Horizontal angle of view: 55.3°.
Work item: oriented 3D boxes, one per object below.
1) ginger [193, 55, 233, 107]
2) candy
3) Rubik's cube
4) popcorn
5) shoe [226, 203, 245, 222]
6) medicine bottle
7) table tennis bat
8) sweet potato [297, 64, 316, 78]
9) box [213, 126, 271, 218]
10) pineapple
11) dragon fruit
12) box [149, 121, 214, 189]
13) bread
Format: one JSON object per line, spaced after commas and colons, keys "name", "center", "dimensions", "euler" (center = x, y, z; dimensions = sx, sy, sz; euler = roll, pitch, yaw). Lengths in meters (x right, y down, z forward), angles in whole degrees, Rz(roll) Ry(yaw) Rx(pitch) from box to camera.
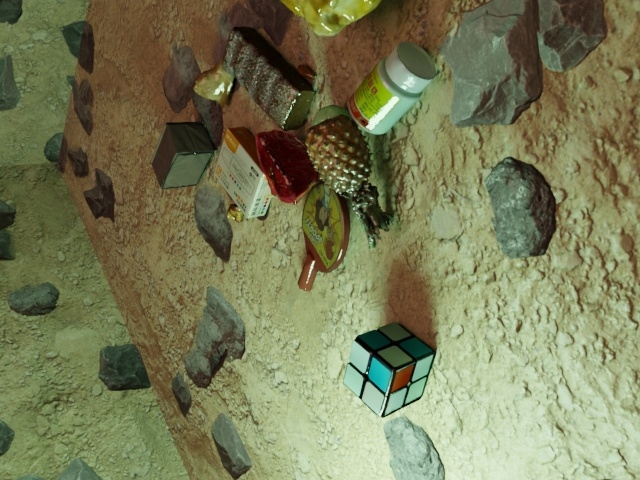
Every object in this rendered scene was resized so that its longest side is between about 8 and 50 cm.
{"name": "ginger", "center": [-0.394, -0.609, 2.264], "dimensions": [0.193, 0.122, 0.115], "euler": [-66, 30, 30]}
{"name": "candy", "center": [0.088, -0.185, 1.797], "dimensions": [0.119, 0.119, 0.440], "euler": [-15, 95, 52]}
{"name": "Rubik's cube", "center": [0.192, 0.362, 1.729], "dimensions": [0.167, 0.183, 0.180], "euler": [36, 124, 39]}
{"name": "popcorn", "center": [0.040, -0.718, 1.531], "dimensions": [0.390, 0.353, 0.344], "euler": [-81, -10, -46]}
{"name": "shoe", "center": [-0.325, -0.105, 2.337], "dimensions": [0.109, 0.072, 0.069], "euler": [6, 99, 51]}
{"name": "medicine bottle", "center": [0.182, -0.389, 1.574], "dimensions": [0.225, 0.139, 0.139], "euler": [-43, 66, 48]}
{"name": "table tennis bat", "center": [0.000, 0.000, 1.965], "dimensions": [0.268, 0.051, 0.415], "euler": [58, 142, 39]}
{"name": "sweet potato", "center": [-0.046, -0.527, 1.907], "dimensions": [0.095, 0.034, 0.034], "euler": [43, 130, 40]}
{"name": "box", "center": [-0.270, -0.248, 2.216], "dimensions": [0.274, 0.091, 0.221], "euler": [50, 133, 30]}
{"name": "pineapple", "center": [0.087, -0.162, 1.676], "dimensions": [0.175, 0.175, 0.361], "euler": [-13, 103, 52]}
{"name": "dragon fruit", "center": [-0.107, -0.223, 1.991], "dimensions": [0.262, 0.134, 0.211], "euler": [59, 152, 14]}
{"name": "box", "center": [-0.562, -0.341, 2.481], "dimensions": [0.252, 0.188, 0.153], "euler": [-47, 63, 44]}
{"name": "bread", "center": [-0.181, -0.537, 2.012], "dimensions": [0.416, 0.113, 0.165], "euler": [49, 136, 30]}
